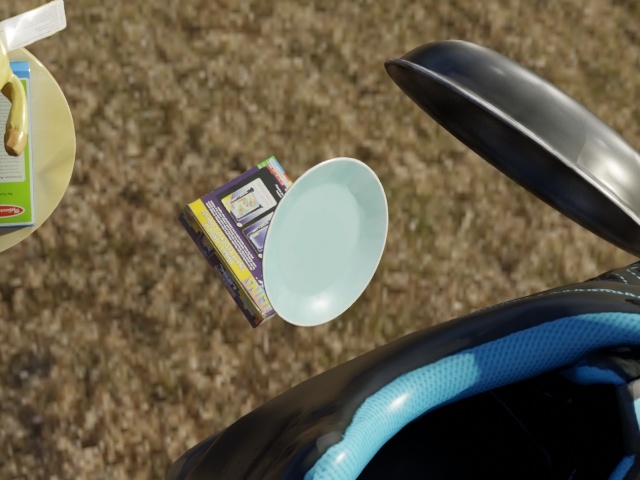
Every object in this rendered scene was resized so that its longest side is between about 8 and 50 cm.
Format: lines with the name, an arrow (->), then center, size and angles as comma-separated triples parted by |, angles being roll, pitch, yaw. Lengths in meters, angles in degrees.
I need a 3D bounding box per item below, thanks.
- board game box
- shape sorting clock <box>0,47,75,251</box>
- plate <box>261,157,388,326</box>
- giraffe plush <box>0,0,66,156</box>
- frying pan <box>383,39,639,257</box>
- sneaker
board game box -> -0.071, 0.001, 2.039 | 0.141, 0.048, 0.170 | -31, 83, -26
shape sorting clock -> -0.289, -0.071, 1.240 | 0.206, 0.206, 0.040 | -9, 28, -9
plate -> 0.000, 0.000, 1.757 | 0.024, 0.188, 0.188 | 21, 47, 41
giraffe plush -> -0.289, -0.126, 1.014 | 0.170, 0.181, 0.210 | 4, 7, 32
frying pan -> 0.172, -0.019, 0.918 | 0.326, 0.197, 0.053 | 35, 89, 21
sneaker -> 0.113, 0.064, 0.519 | 0.341, 0.139, 0.125 | -20, 79, -22
